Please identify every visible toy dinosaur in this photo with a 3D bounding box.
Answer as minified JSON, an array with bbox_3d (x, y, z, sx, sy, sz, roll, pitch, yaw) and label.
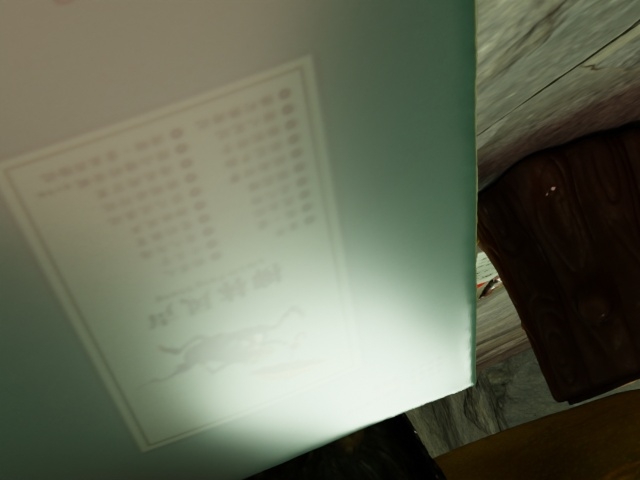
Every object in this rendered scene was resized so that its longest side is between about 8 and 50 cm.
[{"bbox_3d":[0.271,0.052,1.430,0.108,0.032,0.220,-35,163,37],"label":"toy dinosaur"}]

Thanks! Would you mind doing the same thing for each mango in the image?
[{"bbox_3d":[0.245,0.217,0.881,0.359,0.144,0.187,-18,157,24],"label":"mango"}]

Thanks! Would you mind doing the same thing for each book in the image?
[{"bbox_3d":[-0.054,0.000,0.403,0.264,0.031,0.379,-19,139,-9],"label":"book"}]

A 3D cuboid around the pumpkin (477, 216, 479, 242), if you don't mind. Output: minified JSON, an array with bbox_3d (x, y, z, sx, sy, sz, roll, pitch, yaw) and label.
[{"bbox_3d":[-0.001,-0.001,0.572,0.190,0.146,0.190,-21,168,-5],"label":"pumpkin"}]

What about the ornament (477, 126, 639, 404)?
[{"bbox_3d":[0.273,0.029,0.940,0.235,0.218,0.221,-24,166,18],"label":"ornament"}]

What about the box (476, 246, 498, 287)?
[{"bbox_3d":[0.177,0.034,1.206,0.139,0.035,0.245,-15,165,-24],"label":"box"}]

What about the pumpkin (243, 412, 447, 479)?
[{"bbox_3d":[-0.086,0.227,0.724,0.344,0.454,0.454,-58,154,14],"label":"pumpkin"}]
